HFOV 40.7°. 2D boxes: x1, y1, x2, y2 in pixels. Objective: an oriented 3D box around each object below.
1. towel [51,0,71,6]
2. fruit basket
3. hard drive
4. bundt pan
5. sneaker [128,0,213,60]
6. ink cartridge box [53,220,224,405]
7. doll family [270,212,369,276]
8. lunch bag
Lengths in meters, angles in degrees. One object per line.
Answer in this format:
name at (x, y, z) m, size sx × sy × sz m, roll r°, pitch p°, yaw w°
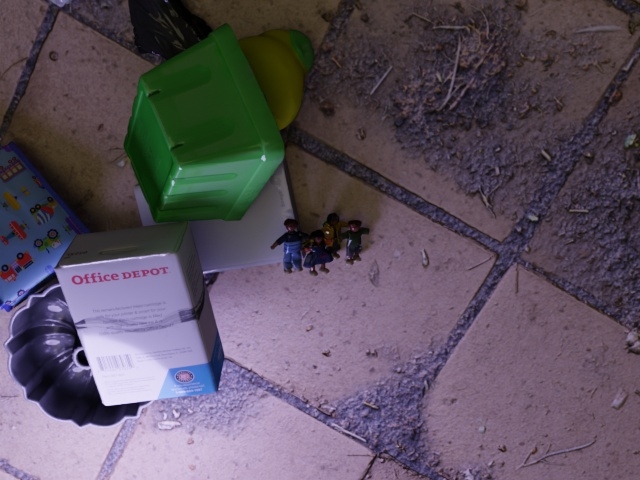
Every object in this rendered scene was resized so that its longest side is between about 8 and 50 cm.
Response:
towel at (-0.501, -0.660, 1.553) m, size 0.321 × 0.090 × 0.374 m, roll 33°, pitch 107°, yaw -3°
fruit basket at (-0.142, -0.216, 1.519) m, size 0.392 × 0.392 × 0.282 m, roll -26°, pitch 81°, yaw 14°
hard drive at (-0.199, -0.039, 1.716) m, size 0.308 × 0.040 × 0.202 m, roll -9°, pitch 105°, yaw 11°
bundt pan at (-0.464, 0.215, 1.774) m, size 0.331 × 0.124 × 0.330 m, roll 1°, pitch 109°, yaw 4°
sneaker at (-0.309, -0.416, 1.592) m, size 0.130 × 0.109 × 0.286 m, roll -33°, pitch 97°, yaw 22°
ink cartridge box at (-0.321, 0.134, 1.583) m, size 0.223 × 0.129 × 0.307 m, roll -7°, pitch 118°, yaw 7°
doll family at (0.000, 0.000, 1.660) m, size 0.193 × 0.076 × 0.111 m, roll -21°, pitch 129°, yaw -29°
lunch bag at (-0.620, -0.042, 1.688) m, size 0.221 × 0.138 × 0.293 m, roll -39°, pitch 93°, yaw -16°
